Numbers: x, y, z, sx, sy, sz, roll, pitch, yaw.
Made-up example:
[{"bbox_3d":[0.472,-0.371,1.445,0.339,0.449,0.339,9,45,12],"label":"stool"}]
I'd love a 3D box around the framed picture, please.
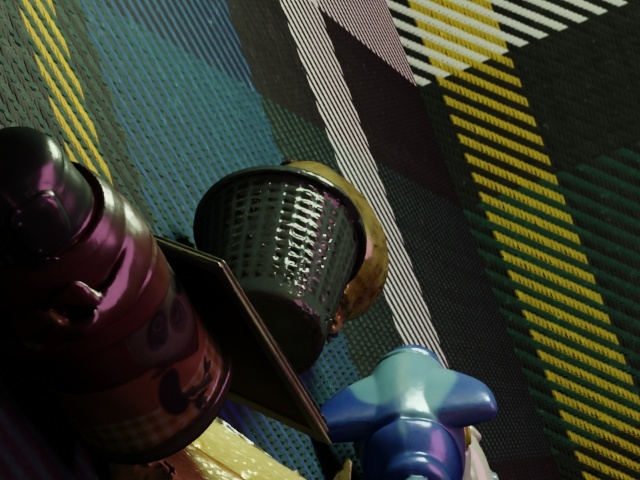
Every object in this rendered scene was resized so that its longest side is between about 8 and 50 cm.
[{"bbox_3d":[-0.107,0.054,1.532,0.252,0.014,0.197,20,-32,47],"label":"framed picture"}]

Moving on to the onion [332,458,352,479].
[{"bbox_3d":[0.107,0.380,1.690,0.272,0.256,0.230,20,18,-19],"label":"onion"}]

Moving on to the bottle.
[{"bbox_3d":[-0.169,0.039,1.372,0.156,0.143,0.271,44,-12,45],"label":"bottle"}]

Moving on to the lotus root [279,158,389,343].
[{"bbox_3d":[0.000,0.000,2.213,0.257,0.140,0.154,-108,176,-47],"label":"lotus root"}]

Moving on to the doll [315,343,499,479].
[{"bbox_3d":[0.124,0.249,2.208,0.376,0.187,0.365,54,-4,26],"label":"doll"}]

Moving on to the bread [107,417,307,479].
[{"bbox_3d":[-0.069,0.186,1.568,0.240,0.135,0.178,-10,79,-76],"label":"bread"}]

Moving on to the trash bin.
[{"bbox_3d":[-0.048,0.045,1.899,0.161,0.175,0.175,-81,149,-48],"label":"trash bin"}]
